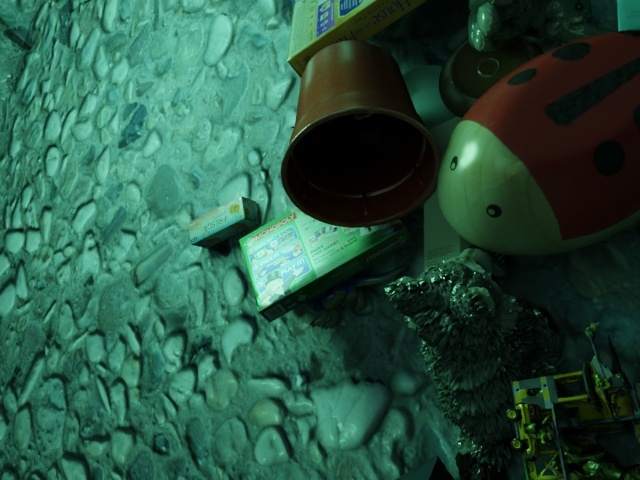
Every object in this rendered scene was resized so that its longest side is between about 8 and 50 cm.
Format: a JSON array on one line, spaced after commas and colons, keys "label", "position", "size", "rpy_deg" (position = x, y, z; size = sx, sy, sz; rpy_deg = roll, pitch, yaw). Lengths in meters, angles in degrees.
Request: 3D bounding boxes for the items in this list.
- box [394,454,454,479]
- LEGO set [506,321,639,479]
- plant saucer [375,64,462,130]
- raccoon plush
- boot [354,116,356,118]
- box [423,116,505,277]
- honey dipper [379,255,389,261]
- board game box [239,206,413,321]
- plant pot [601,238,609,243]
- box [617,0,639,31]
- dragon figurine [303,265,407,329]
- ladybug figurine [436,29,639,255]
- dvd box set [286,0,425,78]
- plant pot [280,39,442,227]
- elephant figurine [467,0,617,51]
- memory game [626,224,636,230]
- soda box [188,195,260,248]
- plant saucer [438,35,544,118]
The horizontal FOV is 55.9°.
[{"label": "box", "position": [0.127, 0.565, 0.908], "size": [0.343, 0.179, 0.312], "rpy_deg": [-42, 82, 22]}, {"label": "LEGO set", "position": [0.396, 0.283, 0.791], "size": [0.192, 0.331, 0.254], "rpy_deg": [-19, 48, 29]}, {"label": "plant saucer", "position": [0.204, -0.253, 1.214], "size": [0.195, 0.037, 0.194], "rpy_deg": [-10, 72, 34]}, {"label": "raccoon plush", "position": [0.239, 0.233, 0.904], "size": [0.216, 0.299, 0.445], "rpy_deg": [-15, 70, 32]}, {"label": "boot", "position": [0.042, -0.234, 1.315], "size": [0.069, 0.086, 0.190], "rpy_deg": [13, 58, 47]}, {"label": "box", "position": [0.253, -0.069, 1.074], "size": [0.094, 0.113, 0.274], "rpy_deg": [-18, 68, 58]}, {"label": "honey dipper", "position": [0.097, -0.026, 1.244], "size": [0.030, 0.030, 0.160], "rpy_deg": [-41, 54, 21]}, {"label": "board game box", "position": [0.000, 0.000, 1.200], "size": [0.317, 0.046, 0.213], "rpy_deg": [-30, 43, 7]}, {"label": "plant pot", "position": [0.434, -0.032, 0.975], "size": [0.079, 0.083, 0.083], "rpy_deg": [22, 92, 25]}, {"label": "box", "position": [0.538, -0.416, 0.926], "size": [0.101, 0.060, 0.244], "rpy_deg": [9, 52, 37]}, {"label": "dragon figurine", "position": [0.024, 0.084, 1.230], "size": [0.289, 0.085, 0.144], "rpy_deg": [-38, 60, 24]}, {"label": "ladybug figurine", "position": [0.376, -0.163, 0.886], "size": [0.449, 0.162, 0.305], "rpy_deg": [-35, 63, -5]}, {"label": "dvd box set", "position": [0.123, -0.515, 1.204], "size": [0.421, 0.062, 0.307], "rpy_deg": [-28, 35, 22]}, {"label": "plant pot", "position": [0.065, -0.211, 1.106], "size": [0.273, 0.272, 0.265], "rpy_deg": [-29, 43, 27]}, {"label": "elephant figurine", "position": [0.384, -0.402, 1.044], "size": [0.240, 0.169, 0.185], "rpy_deg": [-2, 103, 2]}, {"label": "memory game", "position": [0.435, -0.086, 0.956], "size": [0.186, 0.012, 0.186], "rpy_deg": [-3, 52, 4]}, {"label": "soda box", "position": [-0.235, -0.042, 1.466], "size": [0.183, 0.058, 0.062], "rpy_deg": [-23, 66, 30]}, {"label": "plant saucer", "position": [0.316, -0.314, 1.121], "size": [0.199, 0.036, 0.198], "rpy_deg": [-7, 70, 21]}]
